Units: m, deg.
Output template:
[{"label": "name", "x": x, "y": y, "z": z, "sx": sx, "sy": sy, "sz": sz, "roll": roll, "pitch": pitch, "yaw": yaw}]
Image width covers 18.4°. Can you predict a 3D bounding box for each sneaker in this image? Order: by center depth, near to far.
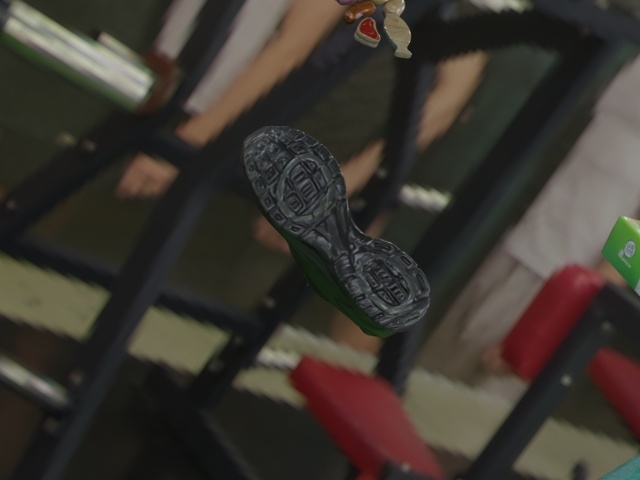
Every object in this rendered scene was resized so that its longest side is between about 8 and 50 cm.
[{"label": "sneaker", "x": 0.000, "y": 0.000, "z": 2.241, "sx": 0.286, "sy": 0.109, "sz": 0.130, "roll": 54, "pitch": -21, "yaw": 7}]

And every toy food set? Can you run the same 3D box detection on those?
[{"label": "toy food set", "x": 0.049, "y": -0.226, "z": 1.977, "sx": 0.078, "sy": 0.019, "sz": 0.122, "roll": 14, "pitch": 42, "yaw": -16}]

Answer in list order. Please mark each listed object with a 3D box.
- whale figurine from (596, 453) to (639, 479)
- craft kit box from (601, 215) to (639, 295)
[{"label": "whale figurine", "x": 0.233, "y": 0.213, "z": 1.451, "sx": 0.141, "sy": 0.272, "sz": 0.216, "roll": 29, "pitch": 12, "yaw": 5}, {"label": "craft kit box", "x": 0.458, "y": 0.077, "z": 2.104, "sx": 0.246, "sy": 0.061, "sz": 0.250, "roll": 16, "pitch": 23, "yaw": -29}]
